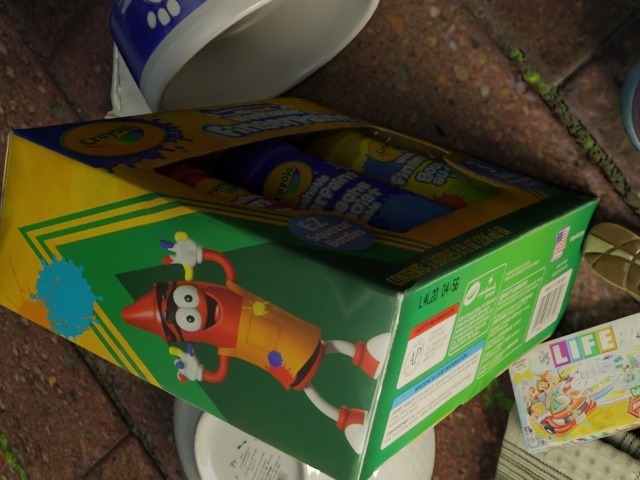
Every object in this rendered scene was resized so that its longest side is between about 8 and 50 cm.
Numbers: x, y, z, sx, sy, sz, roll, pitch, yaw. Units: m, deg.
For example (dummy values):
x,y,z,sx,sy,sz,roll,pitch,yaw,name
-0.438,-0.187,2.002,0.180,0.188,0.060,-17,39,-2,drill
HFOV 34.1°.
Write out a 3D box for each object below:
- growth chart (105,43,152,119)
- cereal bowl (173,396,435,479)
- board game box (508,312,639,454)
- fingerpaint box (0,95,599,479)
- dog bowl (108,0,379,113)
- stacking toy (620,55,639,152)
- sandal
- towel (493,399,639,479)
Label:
x,y,z,sx,sy,sz,roll,pitch,yaw,name
-0.197,-0.209,1.283,0.172,0.021,0.237,20,111,26,growth chart
-0.045,0.234,1.222,0.339,0.141,0.339,7,104,31,cereal bowl
0.268,0.142,1.032,0.154,0.026,0.103,-23,62,26,board game box
0.000,0.000,0.955,0.371,0.445,0.163,22,111,27,fingerpaint box
-0.075,-0.229,1.056,0.265,0.265,0.104,-37,79,33,dog bowl
0.399,-0.196,0.892,0.279,0.130,0.309,2,107,5,stacking toy
0.332,0.045,0.997,0.180,0.049,0.072,43,112,27,sandal
0.301,0.348,1.063,0.324,0.056,0.312,27,117,37,towel
